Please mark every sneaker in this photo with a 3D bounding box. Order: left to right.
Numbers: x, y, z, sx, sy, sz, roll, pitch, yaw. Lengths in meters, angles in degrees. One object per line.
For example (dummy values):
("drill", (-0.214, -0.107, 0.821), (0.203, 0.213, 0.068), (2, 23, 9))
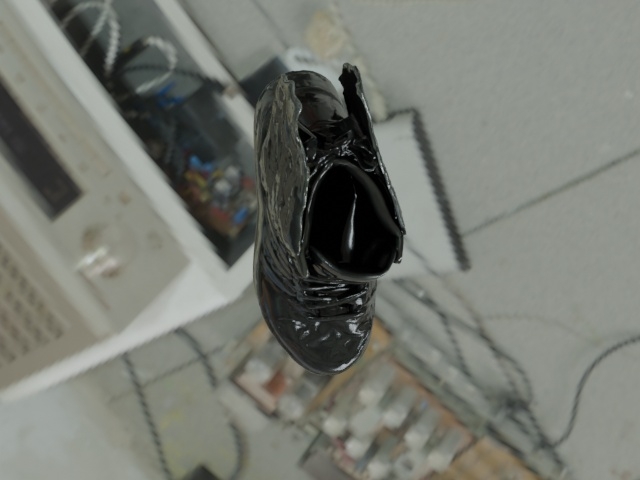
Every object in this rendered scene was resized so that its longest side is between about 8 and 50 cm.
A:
("sneaker", (0.003, 0.000, 0.639), (0.051, 0.089, 0.170), (-12, 121, -10))
